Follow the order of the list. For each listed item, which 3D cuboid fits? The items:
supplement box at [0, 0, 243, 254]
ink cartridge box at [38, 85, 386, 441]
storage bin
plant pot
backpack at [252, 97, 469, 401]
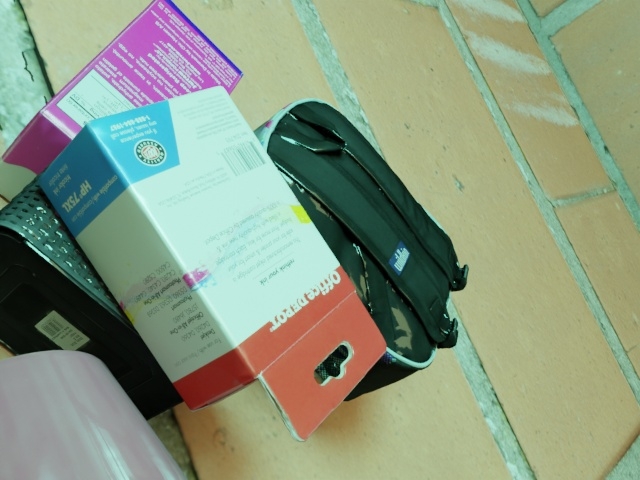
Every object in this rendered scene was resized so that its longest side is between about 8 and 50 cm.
[{"bbox_3d":[-0.174,-0.107,0.621,0.114,0.111,0.220,44,40,-19],"label":"supplement box"},{"bbox_3d":[-0.065,0.019,0.479,0.231,0.078,0.134,57,38,-1],"label":"ink cartridge box"},{"bbox_3d":[-0.168,0.044,0.515,0.180,0.122,0.084,44,40,-18],"label":"storage bin"},{"bbox_3d":[-0.155,0.173,0.398,0.201,0.201,0.180,1,49,-48],"label":"plant pot"},{"bbox_3d":[0.000,0.000,0.675,0.253,0.191,0.225,53,34,-18],"label":"backpack"}]
